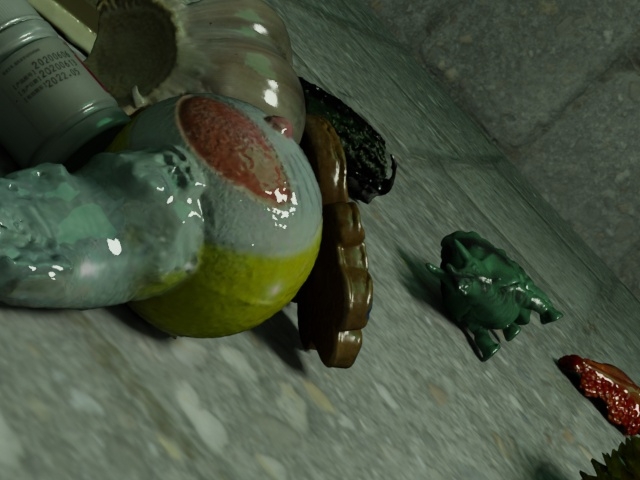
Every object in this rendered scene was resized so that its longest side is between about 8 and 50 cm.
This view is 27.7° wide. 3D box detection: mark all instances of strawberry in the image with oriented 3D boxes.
[{"bbox_3d":[0.327,0.166,1.449,0.152,0.048,0.104,41,10,-35],"label":"strawberry"}]

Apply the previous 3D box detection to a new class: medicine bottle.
[{"bbox_3d":[-0.144,-0.074,0.653,0.091,0.058,0.058,49,13,8],"label":"medicine bottle"}]

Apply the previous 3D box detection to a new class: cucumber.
[{"bbox_3d":[-0.006,-0.101,1.140,0.067,0.067,0.245,54,12,31],"label":"cucumber"}]

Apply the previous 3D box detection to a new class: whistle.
[{"bbox_3d":[-0.075,-0.013,0.597,0.123,0.123,0.223,51,28,19],"label":"whistle"}]

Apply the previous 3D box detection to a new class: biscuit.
[{"bbox_3d":[0.000,0.000,0.792,0.026,0.124,0.175,-1,43,-17],"label":"biscuit"}]

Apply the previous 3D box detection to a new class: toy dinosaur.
[{"bbox_3d":[0.177,0.063,1.227,0.120,0.079,0.292,57,13,31],"label":"toy dinosaur"}]

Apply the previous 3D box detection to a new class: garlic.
[{"bbox_3d":[-0.065,-0.065,0.793,0.194,0.127,0.131,71,23,-58],"label":"garlic"}]

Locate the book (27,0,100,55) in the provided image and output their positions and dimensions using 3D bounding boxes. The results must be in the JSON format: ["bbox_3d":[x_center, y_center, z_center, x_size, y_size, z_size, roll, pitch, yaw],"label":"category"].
[{"bbox_3d":[-0.189,-0.196,0.963,0.310,0.021,0.217,39,15,-29],"label":"book"}]

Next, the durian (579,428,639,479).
[{"bbox_3d":[0.297,0.222,0.939,0.237,0.176,0.200,-115,180,-84],"label":"durian"}]
